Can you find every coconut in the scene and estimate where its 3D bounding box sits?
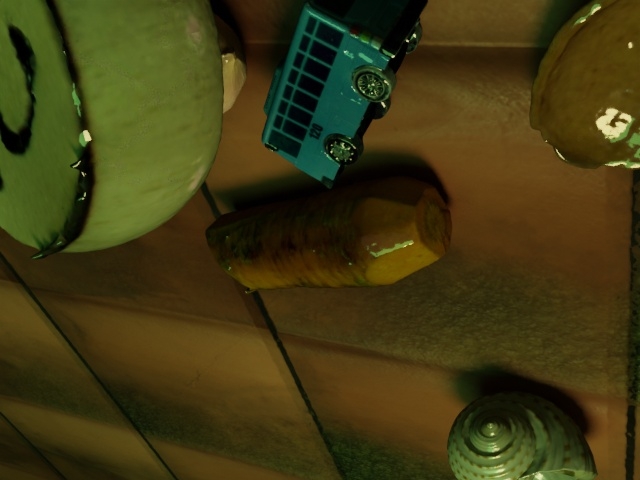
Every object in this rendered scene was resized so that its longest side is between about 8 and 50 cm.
[{"bbox_3d":[-0.124,-0.163,0.759,0.124,0.110,0.110,-8,132,46],"label":"coconut"}]

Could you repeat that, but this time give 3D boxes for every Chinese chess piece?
[{"bbox_3d":[-0.237,-0.159,0.698,0.349,0.146,0.349,25,127,38],"label":"Chinese chess piece"}]

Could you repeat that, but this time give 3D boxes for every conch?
[{"bbox_3d":[0.252,0.260,1.038,0.172,0.131,0.200,-19,158,14],"label":"conch"}]

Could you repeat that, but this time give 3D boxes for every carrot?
[{"bbox_3d":[0.000,0.000,0.888,0.301,0.114,0.114,-9,131,40],"label":"carrot"}]

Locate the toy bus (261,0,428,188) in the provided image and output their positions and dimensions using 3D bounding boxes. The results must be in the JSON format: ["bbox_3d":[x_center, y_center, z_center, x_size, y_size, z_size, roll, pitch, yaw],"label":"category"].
[{"bbox_3d":[0.014,-0.142,0.719,0.106,0.090,0.185,27,143,1],"label":"toy bus"}]

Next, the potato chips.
[{"bbox_3d":[0.245,-0.130,0.620,0.150,0.049,0.202,16,141,9],"label":"potato chips"}]
